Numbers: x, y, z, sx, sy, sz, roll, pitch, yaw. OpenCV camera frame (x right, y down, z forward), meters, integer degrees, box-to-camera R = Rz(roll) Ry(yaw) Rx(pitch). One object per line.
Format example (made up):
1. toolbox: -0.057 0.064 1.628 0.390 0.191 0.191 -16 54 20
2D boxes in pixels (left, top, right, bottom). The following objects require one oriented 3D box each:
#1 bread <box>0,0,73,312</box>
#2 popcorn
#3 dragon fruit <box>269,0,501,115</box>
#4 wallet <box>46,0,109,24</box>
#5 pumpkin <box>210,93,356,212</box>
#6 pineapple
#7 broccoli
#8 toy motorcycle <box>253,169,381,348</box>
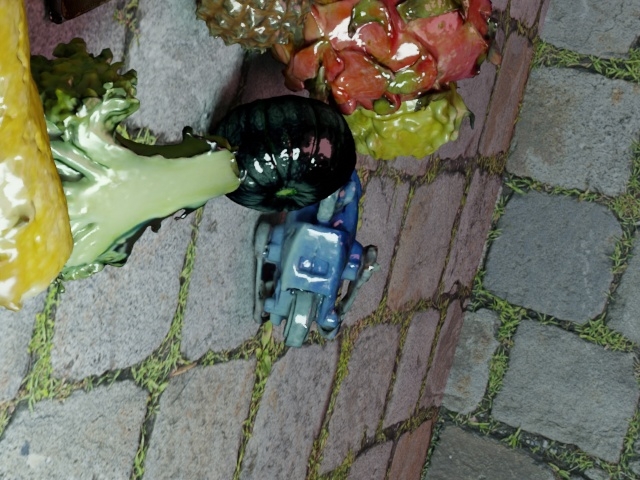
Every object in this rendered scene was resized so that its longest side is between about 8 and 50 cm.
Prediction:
1. bread: -0.310 -0.130 0.890 0.165 0.236 0.375 -49 149 -44
2. popcorn: 0.135 -0.241 1.955 0.249 0.225 0.249 8 90 -77
3. dragon fruit: 0.051 -0.312 1.660 0.262 0.314 0.296 -22 107 -35
4. wallet: -0.211 -0.315 1.292 0.232 0.031 0.122 -41 147 -51
5. pumpkin: -0.053 -0.118 1.632 0.202 0.202 0.140 50 28 -66
6. pineapple: -0.080 -0.303 1.473 0.166 0.166 0.193 -58 164 -35
7. broccoli: -0.230 -0.088 1.179 0.273 0.180 0.242 -19 138 -22
8. toy motorcycle: -0.023 -0.004 1.877 0.182 0.241 0.319 4 113 -28
